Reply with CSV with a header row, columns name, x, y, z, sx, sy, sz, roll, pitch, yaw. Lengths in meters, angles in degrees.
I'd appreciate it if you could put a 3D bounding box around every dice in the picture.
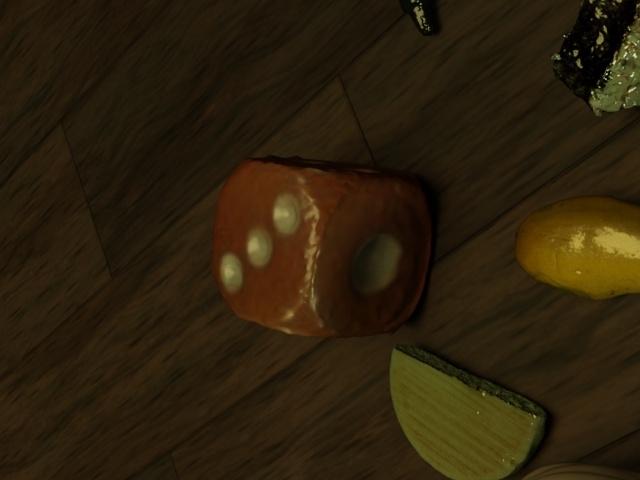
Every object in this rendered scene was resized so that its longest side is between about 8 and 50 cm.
name,x,y,z,sx,sy,sz,roll,pitch,yaw
dice,0.000,0.000,1.447,0.179,0.175,0.174,20,106,48

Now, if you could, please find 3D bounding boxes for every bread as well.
name,x,y,z,sx,sy,sz,roll,pitch,yaw
bread,0.144,0.188,1.402,0.193,0.036,0.112,23,113,40

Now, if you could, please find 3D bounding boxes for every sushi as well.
name,x,y,z,sx,sy,sz,roll,pitch,yaw
sushi,0.274,-0.185,1.215,0.078,0.090,0.150,52,127,36

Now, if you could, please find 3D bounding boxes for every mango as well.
name,x,y,z,sx,sy,sz,roll,pitch,yaw
mango,0.257,0.008,1.249,0.190,0.075,0.098,9,113,42

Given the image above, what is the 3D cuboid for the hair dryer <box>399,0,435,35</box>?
name,x,y,z,sx,sy,sz,roll,pitch,yaw
hair dryer,0.078,-0.333,1.435,0.114,0.070,0.248,-31,73,43

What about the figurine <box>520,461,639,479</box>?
name,x,y,z,sx,sy,sz,roll,pitch,yaw
figurine,0.279,0.329,1.138,0.361,0.211,0.253,37,102,31
